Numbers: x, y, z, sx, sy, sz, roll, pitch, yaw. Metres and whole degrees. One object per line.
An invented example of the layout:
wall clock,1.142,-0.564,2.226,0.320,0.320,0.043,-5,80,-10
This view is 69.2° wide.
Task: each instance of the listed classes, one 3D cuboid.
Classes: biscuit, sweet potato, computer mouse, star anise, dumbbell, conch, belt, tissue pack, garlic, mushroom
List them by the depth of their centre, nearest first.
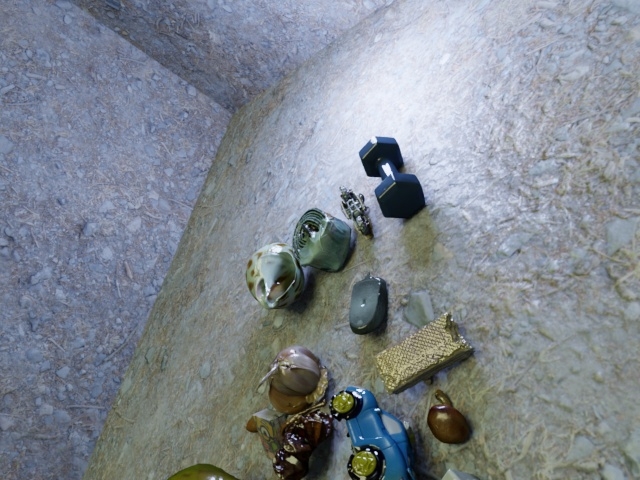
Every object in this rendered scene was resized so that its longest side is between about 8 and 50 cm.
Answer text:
mushroom,0.275,0.396,1.047,0.129,0.073,0.088,-110,27,-54
biscuit,0.249,0.281,1.137,0.239,0.062,0.108,-35,49,15
star anise,-0.056,0.560,1.288,0.126,0.190,0.220,21,52,27
garlic,-0.074,0.427,1.394,0.207,0.257,0.207,-2,84,16
computer mouse,0.144,0.196,1.400,0.113,0.068,0.229,-13,40,27
tissue pack,-0.137,0.591,1.403,0.109,0.060,0.148,-12,96,52
sweet potato,-0.184,0.595,1.537,0.206,0.060,0.068,-26,83,28
dumbbell,0.231,-0.215,1.543,0.324,0.160,0.144,-103,21,-50
belt,0.000,0.000,1.683,0.207,0.150,0.257,-63,30,11
conch,-0.161,0.122,1.760,0.249,0.197,0.367,-25,51,26

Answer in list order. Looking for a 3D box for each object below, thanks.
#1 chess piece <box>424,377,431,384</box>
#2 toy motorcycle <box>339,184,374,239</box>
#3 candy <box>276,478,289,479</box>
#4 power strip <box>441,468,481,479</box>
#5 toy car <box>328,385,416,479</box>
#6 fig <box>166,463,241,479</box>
chess piece,0.261,0.317,1.169,0.035,0.035,0.092,-37,42,32
toy motorcycle,0.133,-0.095,1.626,0.094,0.130,0.229,-30,52,8
candy,-0.067,0.698,1.098,0.118,0.260,0.260,-53,32,11
power strip,0.203,0.618,0.929,0.367,0.106,0.043,-57,34,3
toy car,0.136,0.472,1.087,0.166,0.198,0.314,-21,33,-2
fig,-0.349,0.821,1.354,0.343,0.343,0.343,-34,40,34
